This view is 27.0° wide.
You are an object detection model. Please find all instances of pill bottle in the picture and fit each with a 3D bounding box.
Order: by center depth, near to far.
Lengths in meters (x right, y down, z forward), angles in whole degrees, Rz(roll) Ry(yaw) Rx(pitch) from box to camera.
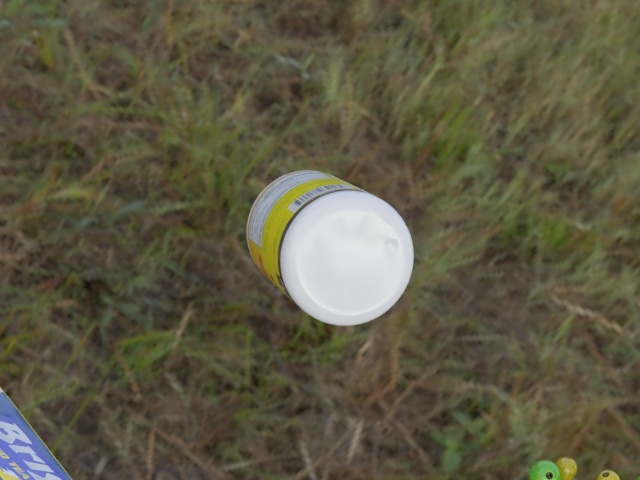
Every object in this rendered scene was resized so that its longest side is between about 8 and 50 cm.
[{"bbox_3d":[0.000,0.000,1.214,0.117,0.117,0.215,26,3,-17],"label":"pill bottle"}]

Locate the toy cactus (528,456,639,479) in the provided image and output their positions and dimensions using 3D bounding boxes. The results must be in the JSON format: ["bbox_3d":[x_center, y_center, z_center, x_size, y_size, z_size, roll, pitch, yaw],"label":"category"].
[{"bbox_3d":[0.268,0.284,1.265,0.219,0.180,0.112,21,42,-27],"label":"toy cactus"}]

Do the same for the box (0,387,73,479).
[{"bbox_3d":[-0.154,0.156,0.704,0.169,0.054,0.059,48,13,16],"label":"box"}]
